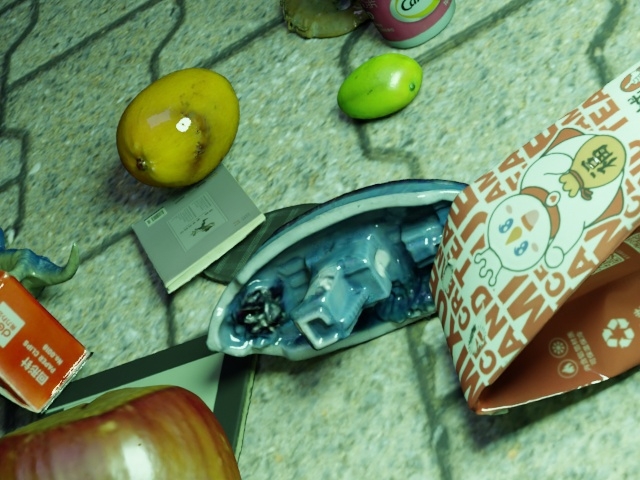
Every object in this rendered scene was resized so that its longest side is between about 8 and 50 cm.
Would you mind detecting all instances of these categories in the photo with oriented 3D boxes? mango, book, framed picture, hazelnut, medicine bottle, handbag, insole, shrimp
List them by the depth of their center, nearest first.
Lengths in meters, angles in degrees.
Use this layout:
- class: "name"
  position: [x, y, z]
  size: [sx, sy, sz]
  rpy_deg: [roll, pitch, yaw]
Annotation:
- class: "handbag"
  position: [0.216, 0.006, 1.312]
  size: [0.298, 0.151, 0.171]
  rpy_deg: [-36, 37, 10]
- class: "hazelnut"
  position: [-0.166, 0.223, 1.369]
  size: [0.212, 0.181, 0.181]
  rpy_deg: [-17, 5, -5]
- class: "framed picture"
  position: [-0.185, 0.233, 1.538]
  size: [0.265, 0.016, 0.347]
  rpy_deg: [-20, 37, 25]
- class: "insole"
  position: [0.000, 0.000, 1.646]
  size: [0.309, 0.012, 0.110]
  rpy_deg: [-3, 46, 42]
- class: "mango"
  position: [0.059, -0.159, 1.745]
  size: [0.108, 0.056, 0.073]
  rpy_deg: [-14, 35, 51]
- class: "medicine bottle"
  position: [0.057, -0.308, 1.774]
  size: [0.090, 0.216, 0.090]
  rpy_deg: [-25, 36, 20]
- class: "book"
  position: [-0.132, -0.018, 1.776]
  size: [0.127, 0.014, 0.181]
  rpy_deg: [-37, 27, -2]
- class: "mango"
  position: [-0.152, -0.131, 1.856]
  size: [0.145, 0.112, 0.219]
  rpy_deg: [-29, 14, 16]
- class: "shrimp"
  position: [0.057, -0.318, 1.941]
  size: [0.253, 0.058, 0.173]
  rpy_deg: [-24, 44, 27]

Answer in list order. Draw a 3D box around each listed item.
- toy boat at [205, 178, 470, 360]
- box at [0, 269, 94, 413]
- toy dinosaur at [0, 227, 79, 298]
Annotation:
- class: "toy boat"
  position: [0.032, 0.033, 1.469]
  size: [0.309, 0.129, 0.142]
  rpy_deg: [-23, 25, 20]
- class: "box"
  position: [-0.343, 0.098, 1.729]
  size: [0.099, 0.133, 0.182]
  rpy_deg: [-52, 30, -17]
- class: "toy dinosaur"
  position: [-0.333, 0.015, 1.898]
  size: [0.248, 0.075, 0.188]
  rpy_deg: [-22, 29, 33]
